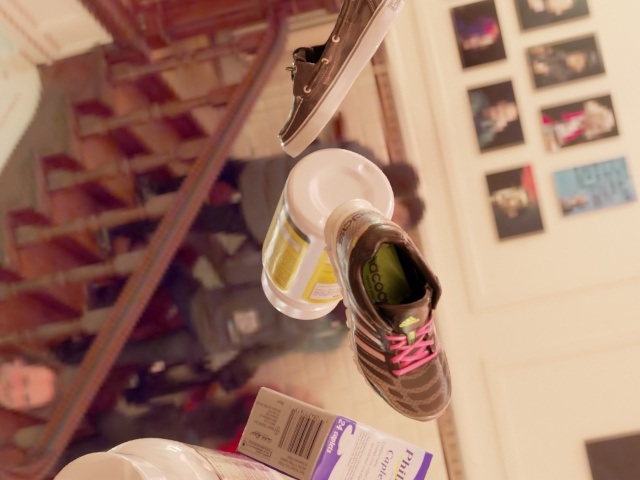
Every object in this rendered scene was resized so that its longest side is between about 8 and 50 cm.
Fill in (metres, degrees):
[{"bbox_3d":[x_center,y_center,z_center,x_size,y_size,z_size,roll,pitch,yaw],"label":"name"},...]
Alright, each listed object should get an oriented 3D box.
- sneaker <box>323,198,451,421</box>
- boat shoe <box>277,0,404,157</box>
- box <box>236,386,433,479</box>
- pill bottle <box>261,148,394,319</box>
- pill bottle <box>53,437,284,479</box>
[{"bbox_3d":[0.053,0.055,0.877,0.170,0.063,0.075,71,-14,-15],"label":"sneaker"},{"bbox_3d":[0.003,-0.194,1.409,0.076,0.228,0.080,32,36,-7],"label":"boat shoe"},{"bbox_3d":[0.013,0.206,1.228,0.137,0.126,0.072,27,80,-36],"label":"box"},{"bbox_3d":[0.000,0.000,1.418,0.208,0.119,0.119,115,-28,-58],"label":"pill bottle"},{"bbox_3d":[-0.144,0.284,1.250,0.301,0.169,0.169,33,45,-65],"label":"pill bottle"}]
